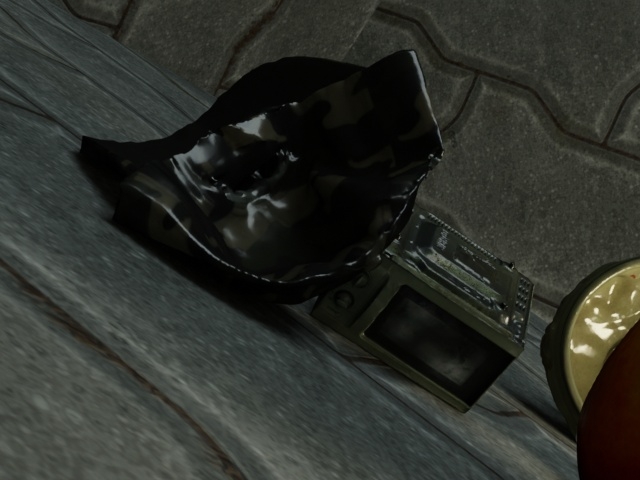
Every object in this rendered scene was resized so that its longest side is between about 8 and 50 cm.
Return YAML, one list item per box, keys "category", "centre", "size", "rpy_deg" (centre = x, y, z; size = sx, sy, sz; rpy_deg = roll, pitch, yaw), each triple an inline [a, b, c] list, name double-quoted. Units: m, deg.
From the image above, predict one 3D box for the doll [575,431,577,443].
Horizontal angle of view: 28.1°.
- category: "doll"
  centre: [0.389, 0.273, 1.415]
  size: [0.252, 0.111, 0.237]
  rpy_deg: [44, 9, 10]

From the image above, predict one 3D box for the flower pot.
- category: "flower pot"
  centre: [0.456, 0.183, 1.784]
  size: [0.307, 0.307, 0.244]
  rpy_deg: [35, -11, 13]

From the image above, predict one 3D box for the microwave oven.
- category: "microwave oven"
  centre: [0.118, 0.058, 1.392]
  size: [0.205, 0.129, 0.163]
  rpy_deg: [33, 33, -5]

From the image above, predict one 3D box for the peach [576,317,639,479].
- category: "peach"
  centre: [0.404, 0.187, 1.084]
  size: [0.388, 0.388, 0.388]
  rpy_deg: [33, 6, -4]

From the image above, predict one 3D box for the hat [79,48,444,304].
- category: "hat"
  centre: [-0.072, -0.059, 1.345]
  size: [0.257, 0.366, 0.381]
  rpy_deg: [67, -22, -2]
